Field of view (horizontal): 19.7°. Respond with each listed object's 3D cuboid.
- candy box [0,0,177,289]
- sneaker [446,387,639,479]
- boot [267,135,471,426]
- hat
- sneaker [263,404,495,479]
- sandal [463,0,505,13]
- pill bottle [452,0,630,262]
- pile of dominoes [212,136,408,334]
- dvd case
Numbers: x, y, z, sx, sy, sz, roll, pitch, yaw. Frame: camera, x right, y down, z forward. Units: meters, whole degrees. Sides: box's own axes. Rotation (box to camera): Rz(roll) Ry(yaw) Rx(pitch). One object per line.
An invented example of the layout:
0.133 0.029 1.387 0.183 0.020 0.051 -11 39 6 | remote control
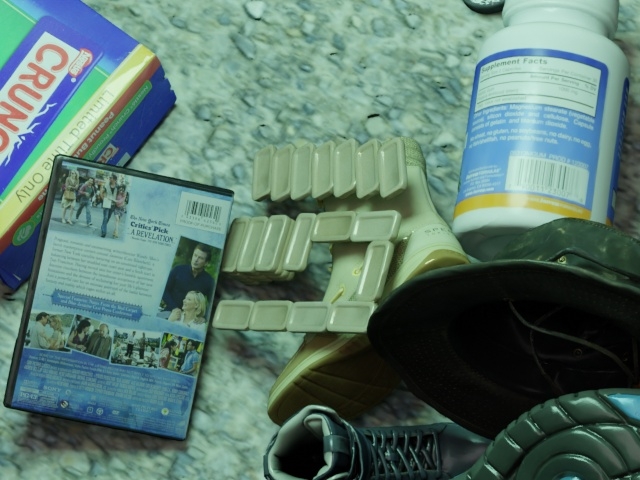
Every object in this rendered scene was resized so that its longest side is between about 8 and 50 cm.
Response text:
-0.355 -0.152 1.905 0.317 0.122 0.268 36 80 17 | candy box
0.195 0.221 1.620 0.341 0.139 0.125 -26 71 27 | sneaker
0.029 0.042 1.782 0.262 0.095 0.203 -49 37 27 | boot
0.209 0.060 1.603 0.331 0.331 0.134 9 60 12 | hat
0.058 0.200 1.693 0.226 0.163 0.086 -11 68 4 | sneaker
0.159 -0.358 1.934 0.097 0.054 0.254 -8 79 14 | sandal
0.218 -0.117 1.781 0.152 0.152 0.272 6 71 11 | pill bottle
0.000 0.000 1.757 0.251 0.040 0.196 -1 68 50 | pile of dominoes
-0.196 0.056 1.798 0.180 0.022 0.253 12 87 -8 | dvd case
